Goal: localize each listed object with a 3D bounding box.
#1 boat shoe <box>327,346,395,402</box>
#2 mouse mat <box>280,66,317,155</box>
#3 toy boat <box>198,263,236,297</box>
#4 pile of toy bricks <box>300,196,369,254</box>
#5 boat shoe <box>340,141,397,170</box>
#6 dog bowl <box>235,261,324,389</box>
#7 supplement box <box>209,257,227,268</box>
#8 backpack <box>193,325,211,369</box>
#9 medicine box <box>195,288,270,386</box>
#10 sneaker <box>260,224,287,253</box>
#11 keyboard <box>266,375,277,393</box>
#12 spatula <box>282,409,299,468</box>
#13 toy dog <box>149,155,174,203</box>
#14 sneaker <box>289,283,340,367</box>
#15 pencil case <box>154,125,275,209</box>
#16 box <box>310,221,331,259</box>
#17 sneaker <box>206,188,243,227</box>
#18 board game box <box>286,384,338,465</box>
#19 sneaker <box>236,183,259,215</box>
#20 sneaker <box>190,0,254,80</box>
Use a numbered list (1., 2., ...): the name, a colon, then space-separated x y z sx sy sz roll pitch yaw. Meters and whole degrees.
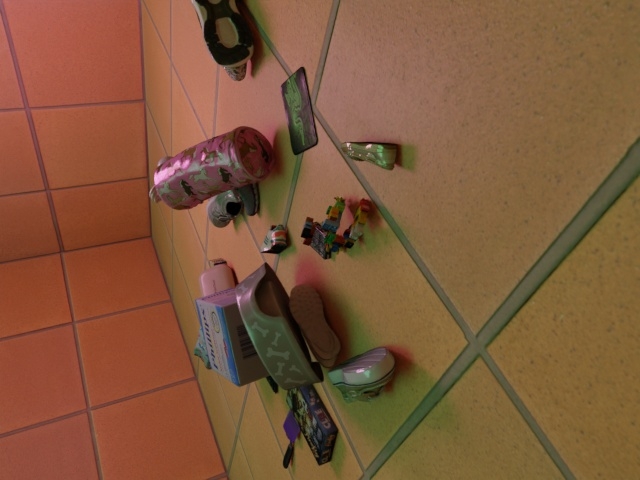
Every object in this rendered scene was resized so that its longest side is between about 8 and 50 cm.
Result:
1. boat shoe: 0.101 0.304 1.110 0.094 0.109 0.302 58 161 7
2. mouse mat: -0.056 -0.316 1.254 0.153 0.007 0.189 -7 93 65
3. toy boat: -0.405 0.222 2.094 0.151 0.151 0.231 53 -162 -64
4. pile of toy bricks: 0.033 -0.049 1.095 0.212 0.118 0.105 130 157 -70
5. boat shoe: 0.089 -0.164 0.963 0.153 0.056 0.048 19 113 53
6. dog bowl: -0.111 0.233 1.331 0.348 0.102 0.349 63 180 0
7. supplement box: -0.441 0.128 2.188 0.083 0.056 0.083 19 117 62
8. backpack: -0.358 0.366 1.935 0.191 0.225 0.253 35 131 26
9. medicine box: -0.284 0.311 1.680 0.289 0.149 0.263 -3 100 60
10. sneaker: -0.140 -0.004 1.522 0.161 0.057 0.075 153 121 -65
11. keyboard: -0.203 0.479 1.888 0.180 0.023 0.108 45 139 48
12. spatula: -0.110 0.721 1.787 0.084 0.030 0.296 48 141 43
13. toy dog: -0.429 -0.230 1.788 0.161 0.333 0.220 33 126 8
14. sneaker: -0.023 0.225 1.337 0.095 0.090 0.235 90 160 -58
15. pencil case: -0.317 -0.207 1.490 0.386 0.167 0.160 -15 82 36
16. box: 0.000 0.000 1.259 0.083 0.018 0.067 42 137 52
17. sneaker: -0.343 -0.113 1.824 0.115 0.105 0.281 68 152 22
18. board game box: -0.032 0.527 1.526 0.243 0.042 0.165 52 144 44
19. sneaker: -0.257 -0.182 1.623 0.083 0.098 0.223 36 132 55
20. sneaker: -0.297 -0.644 1.479 0.182 0.158 0.410 101 156 -73
